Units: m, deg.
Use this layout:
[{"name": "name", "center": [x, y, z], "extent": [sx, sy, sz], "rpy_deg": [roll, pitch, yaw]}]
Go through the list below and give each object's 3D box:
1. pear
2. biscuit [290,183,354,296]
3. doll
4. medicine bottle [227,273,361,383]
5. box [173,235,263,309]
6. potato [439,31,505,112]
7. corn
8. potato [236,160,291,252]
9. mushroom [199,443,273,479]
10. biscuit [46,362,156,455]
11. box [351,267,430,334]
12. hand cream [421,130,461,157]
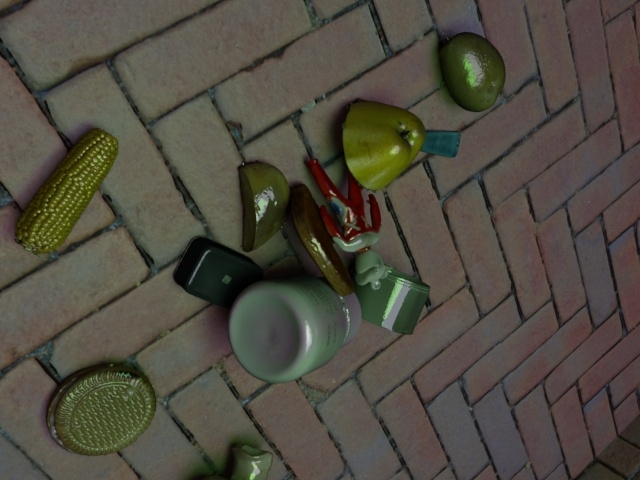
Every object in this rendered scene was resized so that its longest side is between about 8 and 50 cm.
[{"name": "pear", "center": [0.192, -0.267, 1.593], "extent": [0.267, 0.178, 0.266], "rpy_deg": [13, 73, -49]}, {"name": "biscuit", "center": [-0.002, 0.001, 1.567], "extent": [0.052, 0.277, 0.262], "rpy_deg": [-27, 120, 11]}, {"name": "doll", "center": [0.091, -0.052, 1.612], "extent": [0.189, 0.099, 0.383], "rpy_deg": [-15, 82, -30]}, {"name": "medicine bottle", "center": [-0.054, 0.211, 1.551], "extent": [0.325, 0.256, 0.255], "rpy_deg": [-8, 113, -62]}, {"name": "box", "center": [-0.257, 0.091, 1.540], "extent": [0.201, 0.090, 0.144], "rpy_deg": [29, 90, -35]}, {"name": "potato", "center": [0.434, -0.492, 1.728], "extent": [0.251, 0.159, 0.174], "rpy_deg": [48, 55, -24]}, {"name": "corn", "center": [-0.543, -0.106, 1.298], "extent": [0.106, 0.106, 0.305], "rpy_deg": [37, 85, -34]}, {"name": "potato", "center": [-0.133, -0.083, 1.557], "extent": [0.138, 0.098, 0.243], "rpy_deg": [-12, 112, -29]}, {"name": "mushroom", "center": [-0.209, 0.729, 1.681], "extent": [0.297, 0.298, 0.289], "rpy_deg": [44, 57, -33]}, {"name": "biscuit", "center": [-0.537, 0.420, 1.483], "extent": [0.259, 0.079, 0.258], "rpy_deg": [-9, 110, -28]}, {"name": "box", "center": [0.190, 0.161, 1.746], "extent": [0.226, 0.226, 0.149], "rpy_deg": [19, 95, -34]}, {"name": "hand cream", "center": [0.339, -0.297, 1.806], "extent": [0.224, 0.048, 0.083], "rpy_deg": [0, 106, -37]}]
